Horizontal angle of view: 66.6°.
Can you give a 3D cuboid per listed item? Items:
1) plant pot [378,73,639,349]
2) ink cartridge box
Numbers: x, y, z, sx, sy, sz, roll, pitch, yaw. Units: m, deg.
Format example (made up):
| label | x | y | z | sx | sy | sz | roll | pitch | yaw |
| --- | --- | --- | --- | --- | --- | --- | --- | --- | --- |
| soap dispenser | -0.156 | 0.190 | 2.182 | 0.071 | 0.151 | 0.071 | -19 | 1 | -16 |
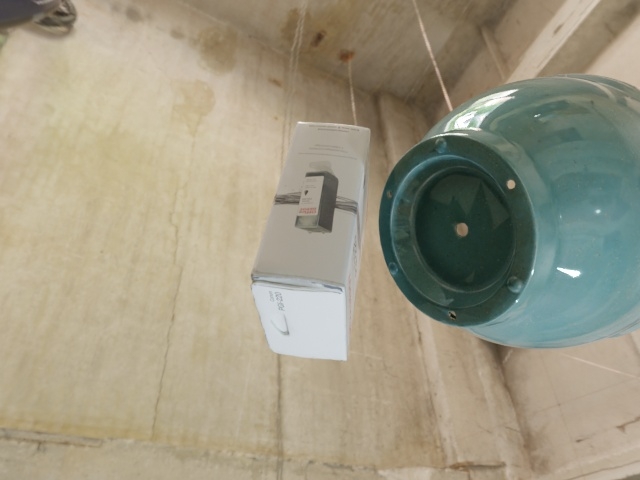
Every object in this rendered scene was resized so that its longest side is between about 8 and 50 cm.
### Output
| label | x | y | z | sx | sy | sz | roll | pitch | yaw |
| --- | --- | --- | --- | --- | --- | --- | --- | --- | --- |
| plant pot | 0.184 | -0.020 | 0.488 | 0.293 | 0.196 | 0.294 | 14 | -72 | 51 |
| ink cartridge box | 0.000 | 0.000 | 0.542 | 0.159 | 0.092 | 0.218 | 84 | 16 | -52 |
